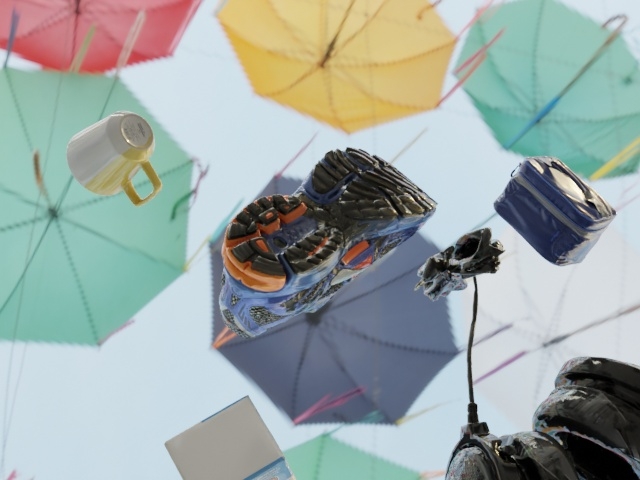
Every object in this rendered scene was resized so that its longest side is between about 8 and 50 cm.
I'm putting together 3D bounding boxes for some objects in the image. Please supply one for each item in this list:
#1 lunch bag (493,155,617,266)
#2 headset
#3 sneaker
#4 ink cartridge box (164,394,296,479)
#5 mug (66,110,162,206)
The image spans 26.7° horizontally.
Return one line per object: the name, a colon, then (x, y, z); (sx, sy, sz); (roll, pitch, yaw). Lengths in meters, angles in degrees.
lunch bag: (0.204, -0.033, 1.177); (0.098, 0.065, 0.067); (46, -151, 22)
headset: (0.199, 0.174, 1.053); (0.243, 0.185, 0.394); (-31, -95, -22)
sneaker: (0.000, 0.000, 0.943); (0.083, 0.087, 0.221); (43, -141, 20)
ink cartridge box: (-0.070, 0.236, 1.273); (0.092, 0.143, 0.090); (-30, -134, -8)
mug: (-0.167, -0.075, 1.151); (0.078, 0.064, 0.062); (31, -131, -26)
